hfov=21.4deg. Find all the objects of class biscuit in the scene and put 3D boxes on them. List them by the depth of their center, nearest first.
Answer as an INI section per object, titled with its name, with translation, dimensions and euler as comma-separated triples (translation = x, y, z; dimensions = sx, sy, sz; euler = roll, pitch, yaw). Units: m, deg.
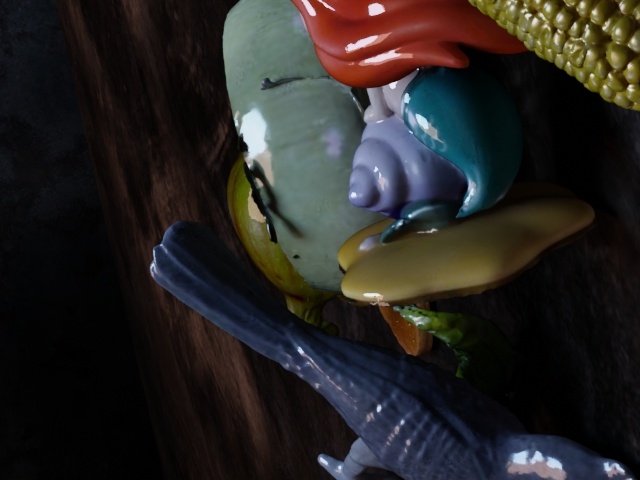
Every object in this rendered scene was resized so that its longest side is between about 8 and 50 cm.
[biscuit]
translation = 0.064, 0.037, 1.423
dimensions = 0.102, 0.019, 0.130
euler = 89, 159, -47

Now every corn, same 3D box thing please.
[corn]
translation = 0.102, -0.141, 0.823
dimensions = 0.238, 0.080, 0.080
euler = 39, 153, 18

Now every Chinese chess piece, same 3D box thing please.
[Chinese chess piece]
translation = 0.014, -0.074, 1.169
dimensions = 0.238, 0.092, 0.238
euler = -15, -90, -75

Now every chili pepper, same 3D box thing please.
[chili pepper]
translation = 0.104, 0.146, 1.281
dimensions = 0.085, 0.076, 0.359
euler = 34, 151, 25

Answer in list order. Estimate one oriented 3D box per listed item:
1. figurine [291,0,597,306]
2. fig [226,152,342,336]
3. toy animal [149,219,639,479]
[figurine]
translation = 0.064, -0.111, 0.963
dimensions = 0.208, 0.180, 0.257
euler = -90, -15, -71
[fig]
translation = -0.012, -0.009, 1.356
dimensions = 0.148, 0.142, 0.186
euler = -142, 69, -76
[toy animal]
translation = 0.054, 0.123, 1.158
dimensions = 0.367, 0.081, 0.206
euler = 27, 152, 14
